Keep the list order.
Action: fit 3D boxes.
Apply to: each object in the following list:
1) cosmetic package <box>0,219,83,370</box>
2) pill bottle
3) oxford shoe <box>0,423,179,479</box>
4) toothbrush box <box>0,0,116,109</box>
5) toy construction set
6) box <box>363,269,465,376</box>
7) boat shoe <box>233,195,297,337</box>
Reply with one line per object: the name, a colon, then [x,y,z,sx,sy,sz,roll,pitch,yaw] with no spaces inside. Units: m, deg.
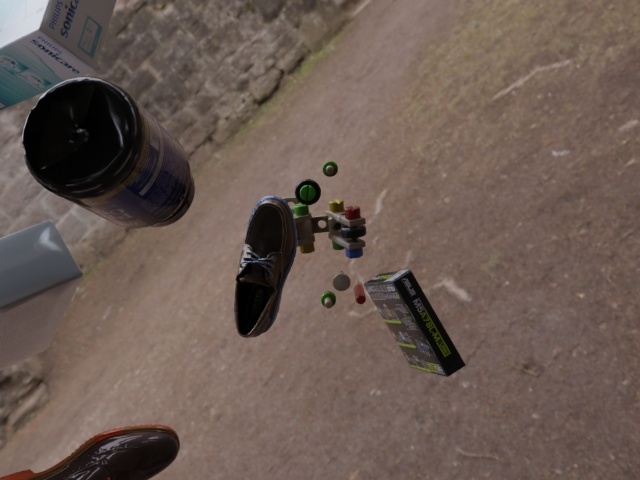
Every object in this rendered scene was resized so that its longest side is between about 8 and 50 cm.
cosmetic package: [-0.506,0.129,1.045,0.284,0.097,0.377,-29,-7,-34]
pill bottle: [-0.213,-0.081,0.820,0.123,0.123,0.219,-46,-14,-2]
oxford shoe: [-0.294,0.319,0.952,0.272,0.096,0.098,-21,26,-27]
toothbrush box: [-0.523,-0.388,1.380,0.296,0.126,0.216,-12,59,35]
toy construction set: [0.000,0.000,1.778,0.258,0.308,0.237,-31,9,6]
box: [0.157,0.141,1.313,0.045,0.184,0.191,-33,1,-12]
boat shoe: [-0.070,0.037,0.943,0.066,0.066,0.183,-48,-34,-74]
